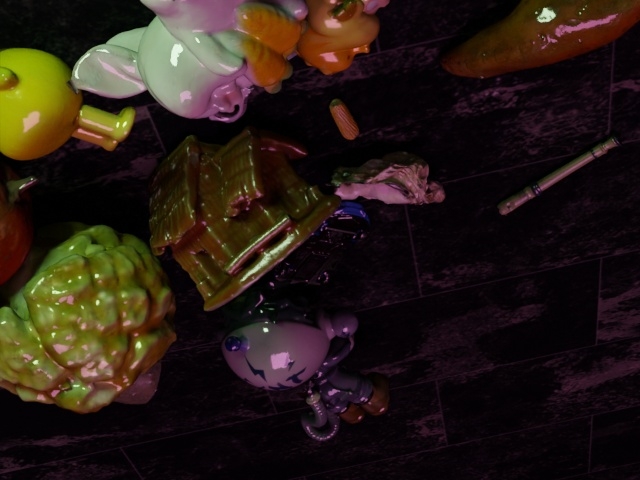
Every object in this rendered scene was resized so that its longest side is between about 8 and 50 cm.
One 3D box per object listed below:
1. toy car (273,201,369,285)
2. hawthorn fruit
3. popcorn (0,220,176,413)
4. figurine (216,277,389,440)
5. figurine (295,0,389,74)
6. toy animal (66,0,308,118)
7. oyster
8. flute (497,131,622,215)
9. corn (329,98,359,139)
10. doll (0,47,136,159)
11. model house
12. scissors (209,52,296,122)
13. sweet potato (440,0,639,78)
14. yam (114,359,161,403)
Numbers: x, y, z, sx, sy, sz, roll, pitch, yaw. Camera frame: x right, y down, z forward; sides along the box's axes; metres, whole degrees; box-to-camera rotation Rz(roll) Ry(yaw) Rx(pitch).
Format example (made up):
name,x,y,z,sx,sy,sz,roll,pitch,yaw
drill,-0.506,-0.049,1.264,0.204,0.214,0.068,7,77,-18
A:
name,x,y,z,sx,sy,sz,roll,pitch,yaw
toy car,0.000,0.000,2.018,0.103,0.063,0.216,10,139,-29
hawthorn fruit,-0.492,-0.034,1.708,0.249,0.215,0.215,-25,143,22
popcorn,-0.352,0.100,1.842,0.274,0.335,0.279,50,133,-2
figurine,-0.027,0.195,2.193,0.261,0.186,0.382,-35,135,22
figurine,0.050,-0.314,1.543,0.246,0.131,0.156,-42,178,16
toy animal,-0.156,-0.256,1.472,0.247,0.183,0.310,27,145,9
oyster,0.108,-0.092,1.918,0.191,0.081,0.163,21,161,-36
flute,0.381,-0.105,2.005,0.233,0.027,0.027,-33,140,30
corn,0.035,-0.175,1.809,0.027,0.028,0.083,-14,142,14
doll,-0.422,-0.185,1.573,0.363,0.145,0.199,17,162,-18
model house,-0.131,-0.054,1.800,0.229,0.219,0.199,46,140,-1
scissors,-0.092,-0.224,1.714,0.189,0.015,0.100,-27,140,20
sweet potato,0.319,-0.293,1.647,0.359,0.112,0.112,-20,145,18
yam,-0.406,0.185,2.091,0.268,0.161,0.161,19,136,-35
